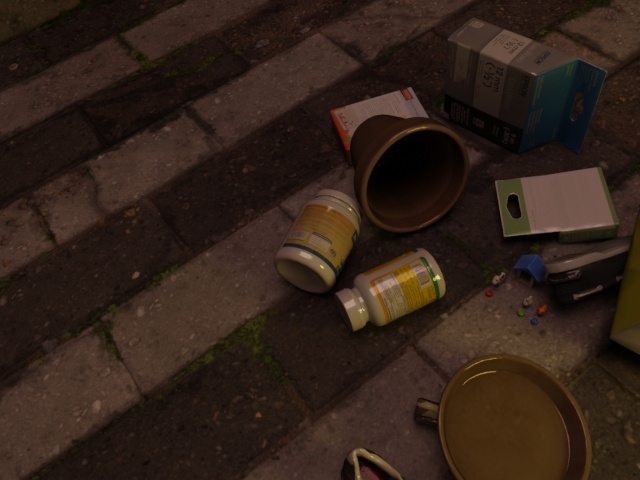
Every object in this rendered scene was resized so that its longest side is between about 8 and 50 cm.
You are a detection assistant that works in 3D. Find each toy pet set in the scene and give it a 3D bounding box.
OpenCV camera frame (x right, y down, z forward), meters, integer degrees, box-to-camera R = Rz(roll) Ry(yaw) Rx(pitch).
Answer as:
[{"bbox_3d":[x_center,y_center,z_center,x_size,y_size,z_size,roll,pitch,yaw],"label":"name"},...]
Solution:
[{"bbox_3d":[0.425,0.090,1.197,0.122,0.065,0.114,33,65,27],"label":"toy pet set"}]

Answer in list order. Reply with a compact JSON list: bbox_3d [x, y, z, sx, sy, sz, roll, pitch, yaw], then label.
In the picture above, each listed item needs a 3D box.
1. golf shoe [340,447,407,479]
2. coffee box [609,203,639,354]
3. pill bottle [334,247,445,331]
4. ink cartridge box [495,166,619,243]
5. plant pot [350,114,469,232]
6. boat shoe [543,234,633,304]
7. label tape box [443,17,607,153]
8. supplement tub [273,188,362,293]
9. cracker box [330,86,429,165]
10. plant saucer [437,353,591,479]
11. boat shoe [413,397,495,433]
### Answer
[{"bbox_3d":[0.135,0.455,0.947,0.273,0.120,0.105,37,65,27],"label":"golf shoe"},{"bbox_3d":[0.752,0.053,0.954,0.334,0.338,0.338,29,62,2],"label":"coffee box"},{"bbox_3d":[0.141,0.106,1.195,0.208,0.118,0.118,-24,55,-9],"label":"pill bottle"},{"bbox_3d":[0.527,-0.074,1.307,0.235,0.056,0.171,-8,53,16],"label":"ink cartridge box"},{"bbox_3d":[0.176,-0.182,1.345,0.263,0.263,0.229,-22,35,-7],"label":"plant pot"},{"bbox_3d":[0.592,0.053,1.185,0.302,0.114,0.091,-14,92,-13],"label":"boat shoe"},{"bbox_3d":[0.469,-0.348,1.390,0.115,0.249,0.347,-41,59,-20],"label":"label tape box"},{"bbox_3d":[0.000,0.000,1.275,0.144,0.144,0.200,17,59,19],"label":"supplement tub"},{"bbox_3d":[0.158,-0.300,1.516,0.232,0.067,0.156,-17,55,-3],"label":"cracker box"},{"bbox_3d":[0.333,0.337,1.008,0.277,0.041,0.278,4,62,-8],"label":"plant saucer"},{"bbox_3d":[0.244,0.336,1.059,0.152,0.056,0.049,20,86,12],"label":"boat shoe"}]
